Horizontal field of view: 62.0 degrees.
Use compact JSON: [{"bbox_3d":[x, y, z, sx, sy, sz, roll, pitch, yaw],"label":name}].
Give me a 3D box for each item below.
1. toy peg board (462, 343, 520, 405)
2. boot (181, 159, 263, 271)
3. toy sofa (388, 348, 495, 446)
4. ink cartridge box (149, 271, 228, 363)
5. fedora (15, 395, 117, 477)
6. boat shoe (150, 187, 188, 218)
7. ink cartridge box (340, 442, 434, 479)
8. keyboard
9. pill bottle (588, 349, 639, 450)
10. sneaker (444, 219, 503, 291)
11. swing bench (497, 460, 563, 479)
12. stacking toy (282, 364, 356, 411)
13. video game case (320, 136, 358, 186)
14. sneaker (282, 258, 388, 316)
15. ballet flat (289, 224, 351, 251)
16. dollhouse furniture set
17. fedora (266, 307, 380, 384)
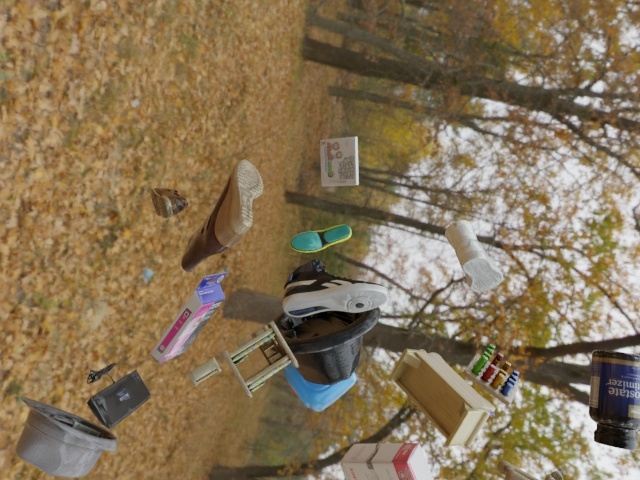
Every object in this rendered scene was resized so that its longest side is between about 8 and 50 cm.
[{"bbox_3d":[0.553,0.408,1.667,0.161,0.160,0.079,-18,138,-58],"label":"toy peg board"},{"bbox_3d":[-0.234,-0.063,1.223,0.206,0.090,0.248,-33,-145,27],"label":"boot"},{"bbox_3d":[0.428,0.551,1.899,0.362,0.177,0.150,42,-68,49],"label":"toy sofa"},{"bbox_3d":[-0.464,0.279,1.953,0.371,0.069,0.175,-55,167,12],"label":"ink cartridge box"},{"bbox_3d":[-0.647,0.501,1.320,0.124,0.243,0.275,-64,144,-19],"label":"fedora"},{"bbox_3d":[-0.363,-0.093,1.271,0.178,0.060,0.064,24,-54,57],"label":"boat shoe"},{"bbox_3d":[0.183,0.635,1.428,0.092,0.217,0.159,-31,101,-54],"label":"ink cartridge box"},{"bbox_3d":[-0.713,0.518,1.855,0.202,0.033,0.317,59,7,2],"label":"keyboard"},{"bbox_3d":[0.719,0.382,1.289,0.123,0.122,0.219,116,-17,-79],"label":"pill bottle"},{"bbox_3d":[0.461,0.041,1.609,0.292,0.108,0.169,46,25,-55],"label":"sneaker"},{"bbox_3d":[0.342,0.384,0.642,0.253,0.254,0.165,50,50,-66],"label":"swing bench"},{"bbox_3d":[-0.020,0.394,1.588,0.165,0.175,0.302,-36,173,-13],"label":"stacking toy"},{"bbox_3d":[0.062,-0.261,1.775,0.019,0.143,0.157,-8,98,-53],"label":"video game case"},{"bbox_3d":[0.028,0.085,1.113,0.121,0.216,0.079,-93,176,-46],"label":"sneaker"},{"bbox_3d":[0.000,0.000,1.897,0.077,0.230,0.077,120,-46,-71],"label":"ballet flat"},{"bbox_3d":[-0.153,0.253,1.049,0.101,0.181,0.161,59,-15,5],"label":"dollhouse furniture set"},{"bbox_3d":[0.013,0.255,1.321,0.334,0.333,0.153,-89,165,-79],"label":"fedora"}]
